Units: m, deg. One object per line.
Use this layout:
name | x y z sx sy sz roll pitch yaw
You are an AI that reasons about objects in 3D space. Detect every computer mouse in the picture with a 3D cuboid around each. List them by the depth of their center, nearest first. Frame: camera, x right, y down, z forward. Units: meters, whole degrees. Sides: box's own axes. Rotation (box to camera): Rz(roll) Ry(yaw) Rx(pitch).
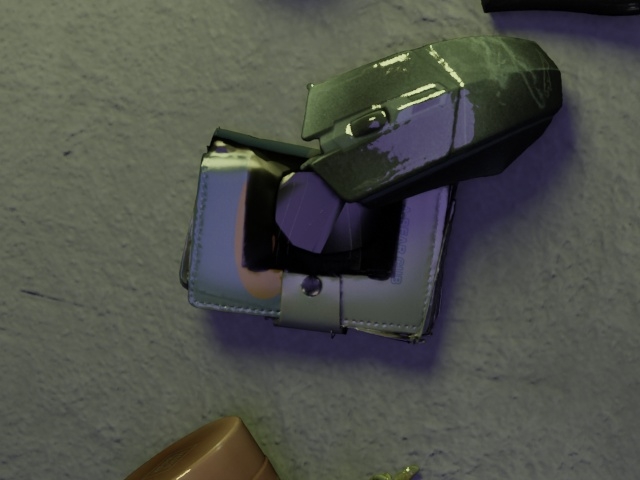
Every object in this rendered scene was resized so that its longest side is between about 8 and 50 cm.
computer mouse | 0.090 -0.109 0.926 0.231 0.071 0.126 -16 79 -3

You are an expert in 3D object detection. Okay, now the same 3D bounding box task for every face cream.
face cream | -0.106 0.238 0.984 0.149 0.149 0.104 -31 95 10

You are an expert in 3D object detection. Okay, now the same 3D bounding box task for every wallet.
wallet | 0.000 0.000 0.981 0.231 0.069 0.170 10 95 3

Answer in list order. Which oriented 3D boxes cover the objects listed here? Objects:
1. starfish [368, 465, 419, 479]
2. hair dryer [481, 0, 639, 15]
starfish | 0.014 0.255 0.962 0.050 0.223 0.217 42 139 20
hair dryer | 0.227 -0.293 0.925 0.195 0.075 0.219 -3 88 16
